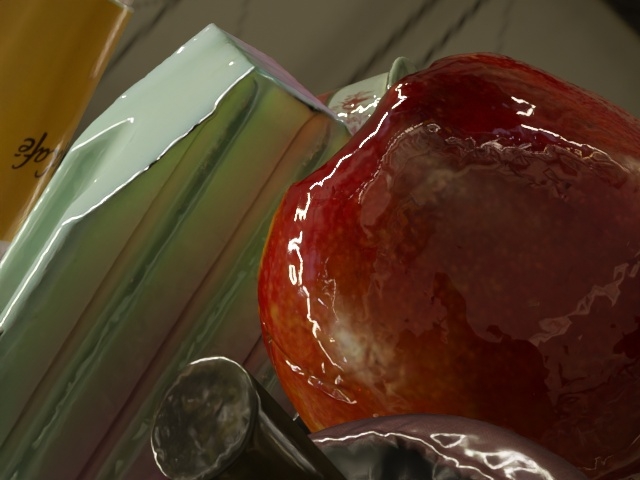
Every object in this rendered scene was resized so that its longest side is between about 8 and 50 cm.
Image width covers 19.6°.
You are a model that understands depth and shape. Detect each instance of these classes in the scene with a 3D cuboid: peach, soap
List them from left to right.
[{"bbox_3d":[-0.094,0.041,1.127,0.193,0.109,0.324,28,-78,-24],"label":"soap"},{"bbox_3d":[0.106,0.028,0.951,0.275,0.245,0.248,43,-121,-49],"label":"peach"}]

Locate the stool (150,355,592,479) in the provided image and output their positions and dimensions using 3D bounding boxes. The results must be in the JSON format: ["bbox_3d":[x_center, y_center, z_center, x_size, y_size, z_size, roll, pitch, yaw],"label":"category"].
[{"bbox_3d":[-0.006,0.189,0.704,0.272,0.272,0.178,-58,-35,6],"label":"stool"}]

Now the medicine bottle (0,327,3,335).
[{"bbox_3d":[-0.219,-0.006,0.756,0.107,0.107,0.191,-36,-91,-9],"label":"medicine bottle"}]

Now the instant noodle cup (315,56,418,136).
[{"bbox_3d":[0.000,0.000,1.322,0.179,0.234,0.234,-10,-59,13],"label":"instant noodle cup"}]

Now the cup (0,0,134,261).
[{"bbox_3d":[-0.243,-0.099,1.265,0.196,0.196,0.279,30,-85,-34],"label":"cup"}]
